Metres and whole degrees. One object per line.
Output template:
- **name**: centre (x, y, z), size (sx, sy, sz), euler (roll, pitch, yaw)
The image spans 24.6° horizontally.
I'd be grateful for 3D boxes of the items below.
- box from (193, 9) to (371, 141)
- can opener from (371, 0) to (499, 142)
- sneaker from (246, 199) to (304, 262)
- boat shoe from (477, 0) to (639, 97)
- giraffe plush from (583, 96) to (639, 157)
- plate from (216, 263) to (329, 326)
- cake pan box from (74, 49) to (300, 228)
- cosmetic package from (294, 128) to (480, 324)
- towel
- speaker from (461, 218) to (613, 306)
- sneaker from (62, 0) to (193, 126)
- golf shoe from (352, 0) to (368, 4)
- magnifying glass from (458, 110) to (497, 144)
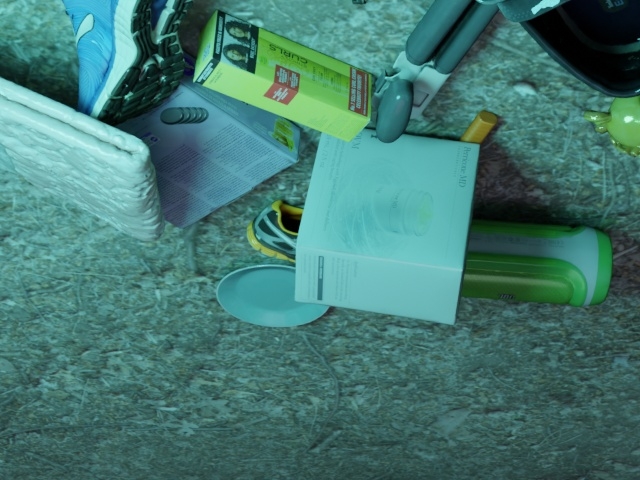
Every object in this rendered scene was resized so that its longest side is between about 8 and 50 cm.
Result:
- **box**: centre (-0.047, -0.210, 1.893), size (0.232, 0.087, 0.058), euler (21, 142, -23)
- **can opener**: centre (0.146, -0.224, 1.848), size (0.076, 0.095, 0.283), euler (15, 144, -18)
- **sneaker**: centre (0.000, 0.000, 2.202), size (0.215, 0.084, 0.083), euler (15, 139, -15)
- **boat shoe**: centre (0.253, -0.335, 1.629), size (0.187, 0.156, 0.500), euler (-20, 137, 31)
- **giraffe plush**: centre (0.443, -0.167, 1.866), size (0.181, 0.210, 0.170), euler (48, 155, -27)
- **plate**: centre (-0.075, 0.083, 2.378), size (0.188, 0.024, 0.188), euler (1, 145, 1)
- **cake pan box**: centre (-0.203, -0.134, 2.034), size (0.246, 0.070, 0.267), euler (32, 136, -32)
- **cosmetic package**: centre (0.094, -0.025, 2.003), size (0.225, 0.224, 0.138), euler (9, 142, 4)
- **towel**: centre (-0.356, -0.114, 1.918), size (0.317, 0.053, 0.332), euler (24, 165, 4)
- **speaker**: centre (0.277, 0.030, 2.184), size (0.297, 0.131, 0.131), euler (4, 146, -2)
- **sneaker**: centre (-0.245, -0.265, 1.792), size (0.130, 0.147, 0.330), euler (-26, 155, -36)
- **golf shoe**: centre (0.082, -0.355, 1.695), size (0.094, 0.077, 0.198), euler (-5, 153, -8)
- **magnifying glass**: centre (0.188, -0.109, 2.081), size (0.092, 0.026, 0.231), euler (14, 146, -15)
